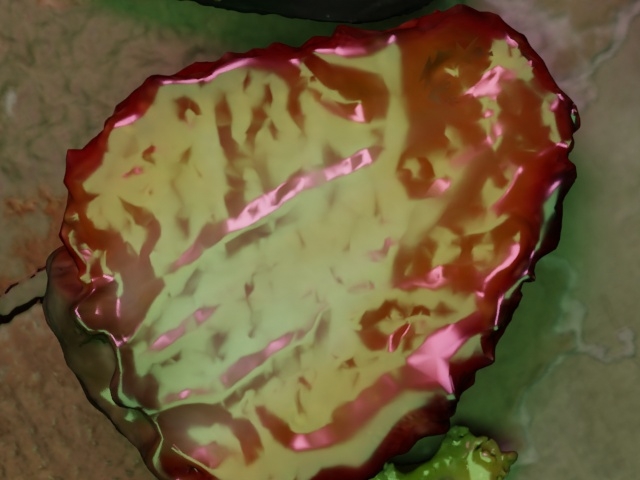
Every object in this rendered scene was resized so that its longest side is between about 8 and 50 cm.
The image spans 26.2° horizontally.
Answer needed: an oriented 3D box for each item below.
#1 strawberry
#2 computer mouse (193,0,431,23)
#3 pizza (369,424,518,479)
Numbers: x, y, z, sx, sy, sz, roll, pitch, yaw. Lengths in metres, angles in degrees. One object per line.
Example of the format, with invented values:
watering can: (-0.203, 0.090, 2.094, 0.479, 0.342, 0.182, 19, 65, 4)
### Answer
strawberry: (0.000, 0.000, 0.835, 0.336, 0.149, 0.265, -37, 91, 6)
computer mouse: (-0.049, -0.216, 0.801, 0.295, 0.087, 0.168, 8, 103, 8)
pizza: (0.010, 0.221, 0.921, 0.280, 0.075, 0.287, 43, 107, -5)
